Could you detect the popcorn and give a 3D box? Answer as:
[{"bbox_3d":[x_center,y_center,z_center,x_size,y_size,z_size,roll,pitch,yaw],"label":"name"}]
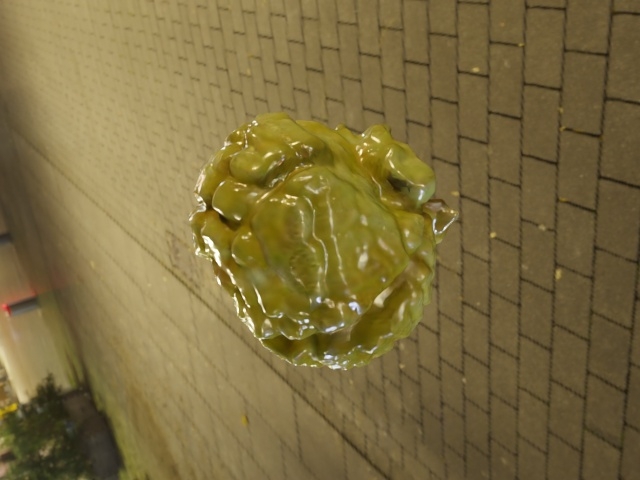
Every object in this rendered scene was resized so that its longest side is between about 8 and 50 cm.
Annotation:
[{"bbox_3d":[0.000,0.000,0.734,0.224,0.271,0.257,-137,59,-71],"label":"popcorn"}]
